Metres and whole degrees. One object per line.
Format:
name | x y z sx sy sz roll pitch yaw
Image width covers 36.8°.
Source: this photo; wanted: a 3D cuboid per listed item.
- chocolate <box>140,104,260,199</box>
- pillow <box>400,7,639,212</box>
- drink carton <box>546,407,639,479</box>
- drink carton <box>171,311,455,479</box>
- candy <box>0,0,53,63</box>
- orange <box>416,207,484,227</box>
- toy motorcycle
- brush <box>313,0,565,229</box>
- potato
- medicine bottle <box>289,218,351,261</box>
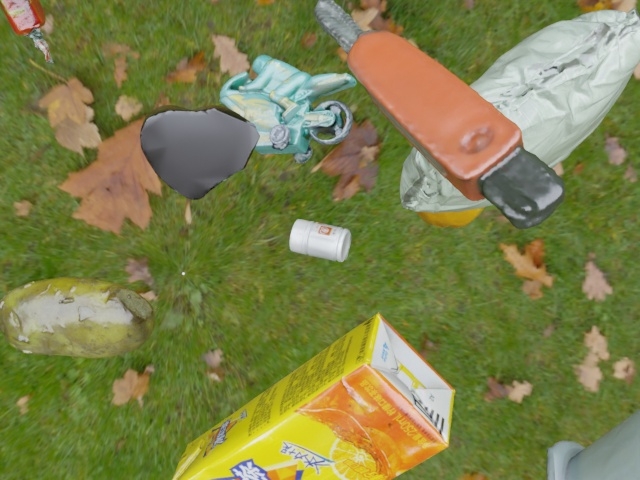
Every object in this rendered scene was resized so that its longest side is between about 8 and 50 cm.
chocolate | -0.156 -0.123 1.239 0.149 0.080 0.125 -5 119 -10
pillow | 0.230 -0.141 1.182 0.283 0.310 0.138 -31 79 -17
drink carton | 0.435 0.323 1.301 0.191 0.189 0.185 34 39 -9
drink carton | -0.016 0.252 1.192 0.351 0.111 0.154 -38 104 28
candy | -0.532 -0.436 1.657 0.059 0.086 0.292 -22 115 1
orange | 0.232 -0.091 1.752 0.159 0.159 0.136 4 90 -8
toy motorcycle | -0.075 -0.240 1.727 0.296 0.109 0.198 1 77 23
brush | 0.092 -0.122 0.850 0.070 0.051 0.323 -38 58 -3
potato | -0.373 0.119 1.484 0.251 0.149 0.113 -5 46 2
medicine bottle | 0.000 0.000 1.562 0.089 0.057 0.057 11 86 15
